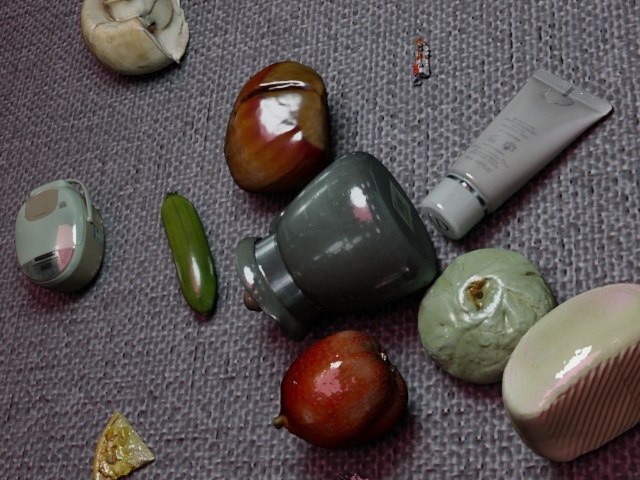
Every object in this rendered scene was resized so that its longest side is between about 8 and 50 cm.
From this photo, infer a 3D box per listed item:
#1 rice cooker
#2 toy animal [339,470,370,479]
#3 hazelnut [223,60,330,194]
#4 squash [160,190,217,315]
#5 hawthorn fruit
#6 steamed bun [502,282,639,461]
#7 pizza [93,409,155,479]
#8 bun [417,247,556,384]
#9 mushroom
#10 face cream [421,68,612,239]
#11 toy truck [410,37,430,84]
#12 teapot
[{"bbox_3d":[-0.457,-0.006,1.680,0.145,0.127,0.206,-18,56,15],"label":"rice cooker"},{"bbox_3d":[0.097,0.389,1.265,0.108,0.062,0.220,-47,54,19],"label":"toy animal"},{"bbox_3d":[-0.075,-0.179,1.549,0.180,0.181,0.212,-4,52,5],"label":"hazelnut"},{"bbox_3d":[-0.220,0.010,1.592,0.069,0.069,0.258,-28,57,10],"label":"squash"},{"bbox_3d":[0.021,0.215,1.325,0.188,0.169,0.169,-34,56,10],"label":"hawthorn fruit"},{"bbox_3d":[0.335,0.156,1.204,0.238,0.170,0.153,-33,37,4],"label":"steamed bun"},{"bbox_3d":[-0.308,0.329,1.499,0.108,0.026,0.123,1,65,23],"label":"pizza"},{"bbox_3d":[0.223,0.099,1.310,0.195,0.118,0.196,-10,64,23],"label":"bun"},{"bbox_3d":[-0.377,-0.432,1.814,0.188,0.195,0.254,-21,55,19],"label":"mushroom"},{"bbox_3d":[0.282,-0.133,1.422,0.314,0.089,0.143,-45,54,-11],"label":"face cream"},{"bbox_3d":[0.166,-0.299,1.591,0.032,0.024,0.083,-25,52,39],"label":"toy truck"},{"bbox_3d":[-0.010,-0.004,1.417,0.285,0.223,0.305,-32,58,16],"label":"teapot"}]
